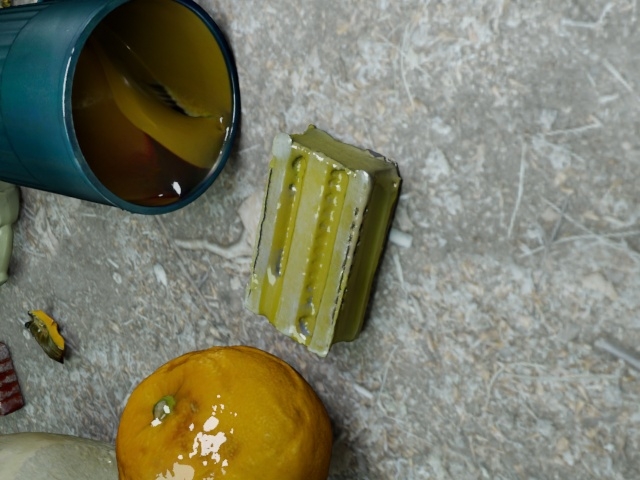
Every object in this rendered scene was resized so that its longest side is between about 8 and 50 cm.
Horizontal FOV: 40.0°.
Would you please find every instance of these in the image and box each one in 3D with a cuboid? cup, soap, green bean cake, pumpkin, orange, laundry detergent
[{"bbox_3d":[-0.285,-0.195,1.031,0.292,0.242,0.308,9,115,40],"label":"cup"},{"bbox_3d":[-0.001,0.000,0.977,0.135,0.076,0.233,28,122,30],"label":"soap"},{"bbox_3d":[-0.607,0.250,1.595,0.135,0.056,0.135,-2,104,41],"label":"green bean cake"},{"bbox_3d":[-0.443,0.154,1.439,0.101,0.035,0.073,47,142,12],"label":"pumpkin"},{"bbox_3d":[-0.112,0.253,1.045,0.261,0.261,0.261,16,116,35],"label":"orange"},{"bbox_3d":[-0.571,-0.012,1.441,0.181,0.091,0.253,34,125,19],"label":"laundry detergent"}]

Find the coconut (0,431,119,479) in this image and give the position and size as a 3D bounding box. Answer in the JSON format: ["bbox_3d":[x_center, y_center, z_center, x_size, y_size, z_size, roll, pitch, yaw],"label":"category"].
[{"bbox_3d":[-0.429,0.474,1.314,0.404,0.404,0.405,16,116,35],"label":"coconut"}]

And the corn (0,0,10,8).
[{"bbox_3d":[-0.513,-0.404,1.250,0.238,0.080,0.080,55,132,13],"label":"corn"}]
